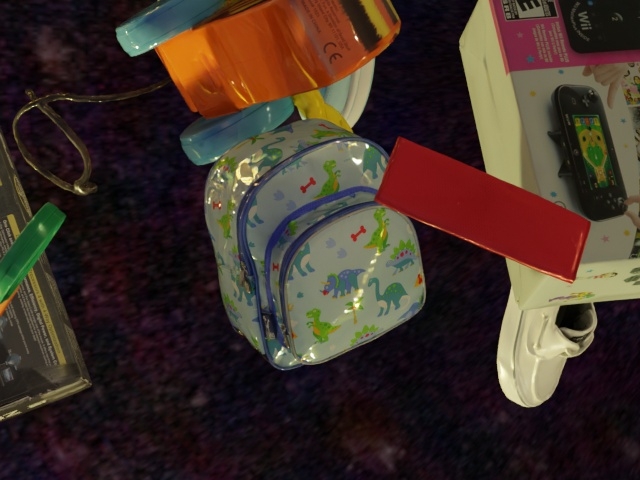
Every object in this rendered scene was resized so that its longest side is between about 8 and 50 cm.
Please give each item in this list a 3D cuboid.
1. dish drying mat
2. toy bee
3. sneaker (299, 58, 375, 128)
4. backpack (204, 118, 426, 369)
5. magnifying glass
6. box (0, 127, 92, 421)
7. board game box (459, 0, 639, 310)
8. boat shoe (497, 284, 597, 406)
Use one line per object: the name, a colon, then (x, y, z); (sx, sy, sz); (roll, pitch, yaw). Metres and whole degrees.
dish drying mat: (0.063, -0.011, 0.565); (0.083, 0.008, 0.032); (23, 62, -1)
toy bee: (-0.051, -0.131, 0.871); (0.298, 0.162, 0.195); (12, 131, 38)
sneaker: (-0.060, -0.264, 1.495); (0.127, 0.208, 0.318); (-11, 83, 56)
backpack: (0.000, 0.000, 0.752); (0.084, 0.105, 0.114); (32, 142, 56)
magnifying glass: (-0.267, 0.031, 1.245); (0.026, 0.092, 0.231); (36, 152, -5)
box: (-0.510, 0.058, 1.862); (0.318, 0.097, 0.394); (-22, 79, -3)
board game box: (0.273, -0.079, 1.035); (0.304, 0.097, 0.224); (-5, 68, -12)
boat shoe: (0.251, 0.087, 1.557); (0.084, 0.095, 0.258); (30, 137, 35)
